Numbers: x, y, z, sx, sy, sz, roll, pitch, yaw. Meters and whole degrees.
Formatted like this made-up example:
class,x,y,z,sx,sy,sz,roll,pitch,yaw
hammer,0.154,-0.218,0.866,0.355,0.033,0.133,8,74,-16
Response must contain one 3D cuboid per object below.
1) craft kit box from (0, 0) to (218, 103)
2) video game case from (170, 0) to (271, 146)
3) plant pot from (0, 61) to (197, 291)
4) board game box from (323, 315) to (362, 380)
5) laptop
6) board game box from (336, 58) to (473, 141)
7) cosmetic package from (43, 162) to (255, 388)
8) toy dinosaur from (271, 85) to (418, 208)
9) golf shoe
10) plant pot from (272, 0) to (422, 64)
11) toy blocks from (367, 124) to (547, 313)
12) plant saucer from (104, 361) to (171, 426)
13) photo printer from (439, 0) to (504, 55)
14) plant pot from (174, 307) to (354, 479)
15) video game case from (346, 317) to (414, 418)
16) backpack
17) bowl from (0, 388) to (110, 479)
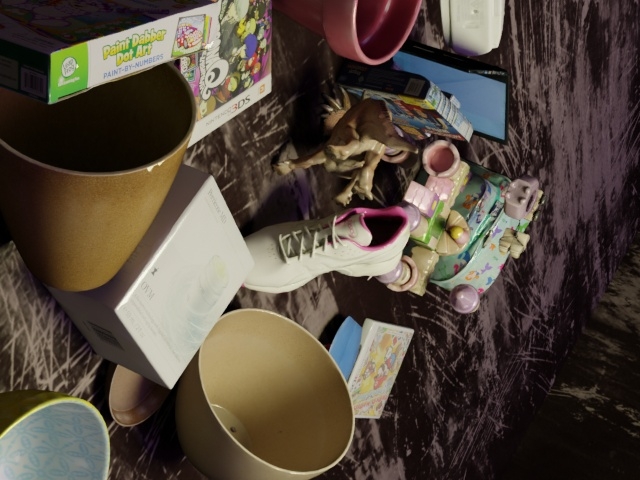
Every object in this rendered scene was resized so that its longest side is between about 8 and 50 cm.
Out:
class,x,y,z,sx,sy,sz,roll,pitch,yaw
craft kit box,-0.274,-0.220,1.268,0.246,0.250,0.061,-29,133,-53
video game case,-0.139,-0.268,1.720,0.210,0.042,0.232,-41,143,-45
plant pot,-0.276,-0.066,1.447,0.237,0.237,0.254,-42,158,-42
board game box,0.030,0.212,2.419,0.133,0.033,0.168,-69,159,-10
laptop,0.181,-0.253,2.116,0.264,0.234,0.136,-11,119,-60
board game box,0.157,-0.224,2.088,0.194,0.194,0.060,34,78,-48
cosmetic package,-0.222,0.038,1.692,0.224,0.138,0.224,-58,152,-22
toy dinosaur,0.058,-0.168,1.984,0.127,0.296,0.200,41,62,-17
golf shoe,0.000,0.000,1.981,0.306,0.115,0.140,-11,159,-23
plant pot,0.026,-0.367,1.797,0.201,0.180,0.201,-41,143,-41
toy blocks,0.189,-0.037,2.208,0.288,0.309,0.260,-67,160,-3
plant saucer,-0.261,0.189,1.853,0.168,0.029,0.168,-42,144,-41
photo printer,0.261,-0.503,2.128,0.256,0.107,0.307,81,15,-47
plant pot,-0.117,0.275,1.976,0.191,0.284,0.284,-43,171,37
video game case,0.108,0.267,2.612,0.227,0.026,0.206,18,94,-64
backpack,0.272,-0.027,2.482,0.191,0.225,0.253,19,98,-42
bowl,-0.404,0.294,1.521,0.289,0.156,0.289,-41,143,-41
